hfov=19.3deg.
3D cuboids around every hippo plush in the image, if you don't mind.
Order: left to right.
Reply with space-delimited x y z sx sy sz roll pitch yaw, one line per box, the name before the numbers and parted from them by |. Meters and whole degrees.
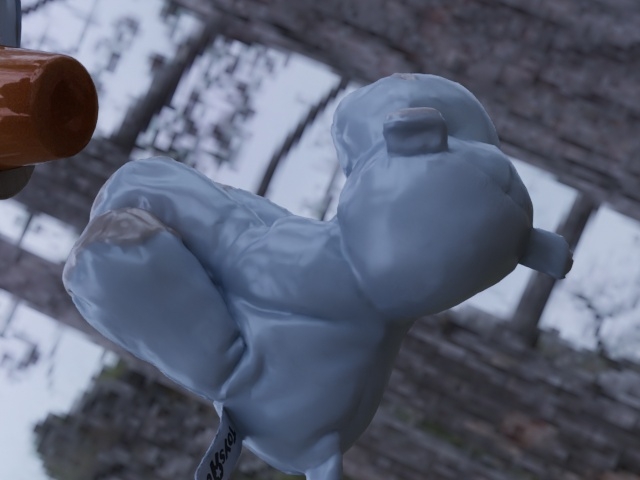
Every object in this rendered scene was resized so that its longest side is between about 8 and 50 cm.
hippo plush | 0.000 0.000 1.136 0.236 0.234 0.294 -47 23 23

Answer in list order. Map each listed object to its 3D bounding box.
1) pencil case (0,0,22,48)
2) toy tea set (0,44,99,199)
pencil case | -0.339 -0.154 1.270 0.113 0.273 0.124 33 -113 -80
toy tea set | -0.266 -0.081 0.998 0.336 0.124 0.200 37 -120 -50
